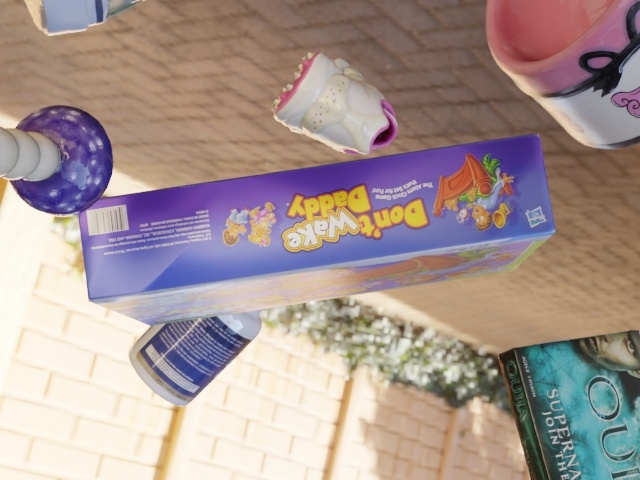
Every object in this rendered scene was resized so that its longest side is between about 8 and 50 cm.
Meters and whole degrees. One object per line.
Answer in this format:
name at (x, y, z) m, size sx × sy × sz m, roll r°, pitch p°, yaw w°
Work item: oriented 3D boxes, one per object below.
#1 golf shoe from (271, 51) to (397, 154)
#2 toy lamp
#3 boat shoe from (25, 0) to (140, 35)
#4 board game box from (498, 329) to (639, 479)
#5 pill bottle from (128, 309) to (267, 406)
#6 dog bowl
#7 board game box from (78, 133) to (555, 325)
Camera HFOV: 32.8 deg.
golf shoe at (0.031, -0.156, 1.367) m, size 0.140 × 0.115 × 0.306 m, roll 33°, pitch -168°, yaw 4°
toy lamp at (-0.189, -0.050, 0.549) m, size 0.080 × 0.080 × 0.275 m, roll 10°, pitch -176°, yaw 9°
boat shoe at (-0.113, -0.217, 0.517) m, size 0.094 × 0.109 × 0.302 m, roll -23°, pitch 161°, yaw -19°
board game box at (0.211, 0.164, 0.808) m, size 0.126 × 0.186 × 0.026 m, roll -5°, pitch 164°, yaw -27°
pill bottle at (-0.125, 0.096, 1.215) m, size 0.094 × 0.169 × 0.094 m, roll 44°, pitch -173°, yaw -7°
dog bowl at (0.350, -0.322, 1.272) m, size 0.150 × 0.408 × 0.408 m, roll 21°, pitch 163°, yaw -23°
board game box at (0.000, 0.000, 0.910) m, size 0.347 × 0.078 × 0.233 m, roll -9°, pitch 171°, yaw 1°
